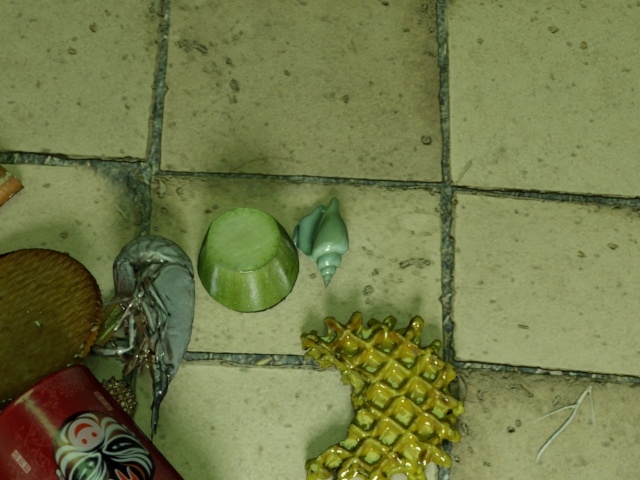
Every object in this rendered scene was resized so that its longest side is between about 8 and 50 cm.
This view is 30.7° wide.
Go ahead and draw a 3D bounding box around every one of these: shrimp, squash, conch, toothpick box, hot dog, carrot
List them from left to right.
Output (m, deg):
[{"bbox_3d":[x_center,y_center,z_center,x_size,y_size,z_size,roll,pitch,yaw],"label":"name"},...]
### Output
[{"bbox_3d":[-0.583,-0.034,1.895,0.057,0.057,0.224,40,72,13],"label":"carrot"},{"bbox_3d":[-0.306,0.364,1.655,0.204,0.204,0.333,-38,74,-19],"label":"toothpick box"},{"bbox_3d":[-0.322,0.116,1.860,0.044,0.028,0.137,15,60,31],"label":"hot dog"},{"bbox_3d":[-0.265,0.146,1.785,0.145,0.116,0.342,13,60,-28],"label":"shrimp"},{"bbox_3d":[-0.119,0.020,1.876,0.170,0.123,0.170,-1,65,1],"label":"squash"},{"bbox_3d":[0.004,0.004,1.923,0.088,0.065,0.180,-9,52,13],"label":"conch"}]

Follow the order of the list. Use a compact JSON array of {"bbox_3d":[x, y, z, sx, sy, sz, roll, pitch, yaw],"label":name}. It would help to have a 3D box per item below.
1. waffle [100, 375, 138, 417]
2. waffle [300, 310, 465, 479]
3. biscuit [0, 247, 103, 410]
[{"bbox_3d":[-0.323,0.254,1.797,0.075,0.029,0.083,29,70,11],"label":"waffle"},{"bbox_3d":[0.097,0.247,1.815,0.260,0.069,0.292,-3,67,-5],"label":"waffle"},{"bbox_3d":[-0.475,0.136,1.787,0.305,0.038,0.305,-7,49,8],"label":"biscuit"}]
